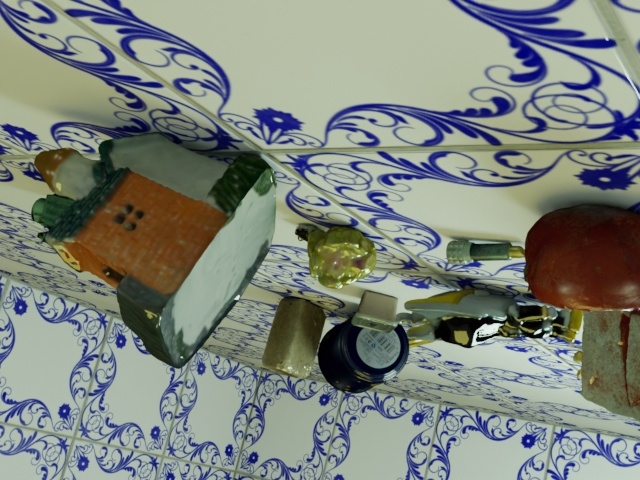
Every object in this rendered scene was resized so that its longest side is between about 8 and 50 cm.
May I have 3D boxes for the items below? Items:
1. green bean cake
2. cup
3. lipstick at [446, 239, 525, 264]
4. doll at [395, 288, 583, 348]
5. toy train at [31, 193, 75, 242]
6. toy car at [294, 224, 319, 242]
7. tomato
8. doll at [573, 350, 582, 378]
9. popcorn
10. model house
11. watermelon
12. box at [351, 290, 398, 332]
[{"bbox_3d":[-0.062,0.234,2.023,0.085,0.179,0.109,5,160,37],"label":"green bean cake"},{"bbox_3d":[0.133,0.239,1.994,0.178,0.255,0.256,52,162,4],"label":"cup"},{"bbox_3d":[0.237,0.016,1.194,0.116,0.037,0.037,-3,158,35],"label":"lipstick"},{"bbox_3d":[0.289,0.137,1.463,0.316,0.103,0.145,4,180,10],"label":"doll"},{"bbox_3d":[-0.354,-0.011,1.501,0.301,0.120,0.202,12,169,10],"label":"toy train"},{"bbox_3d":[0.000,0.000,1.374,0.093,0.025,0.041,30,161,-37],"label":"toy car"},{"bbox_3d":[0.318,0.005,0.960,0.173,0.099,0.189,-5,-159,15],"label":"tomato"},{"bbox_3d":[0.608,0.283,1.755,0.179,0.102,0.089,17,127,-7],"label":"doll"},{"bbox_3d":[0.035,0.022,1.317,0.109,0.089,0.097,-2,125,-7],"label":"popcorn"},{"bbox_3d":[-0.240,-0.025,1.111,0.301,0.271,0.190,28,153,10],"label":"model house"},{"bbox_3d":[0.494,0.163,1.167,0.213,0.201,0.262,13,173,45],"label":"watermelon"},{"bbox_3d":[0.116,0.149,1.760,0.089,0.062,0.122,14,165,0],"label":"box"}]
